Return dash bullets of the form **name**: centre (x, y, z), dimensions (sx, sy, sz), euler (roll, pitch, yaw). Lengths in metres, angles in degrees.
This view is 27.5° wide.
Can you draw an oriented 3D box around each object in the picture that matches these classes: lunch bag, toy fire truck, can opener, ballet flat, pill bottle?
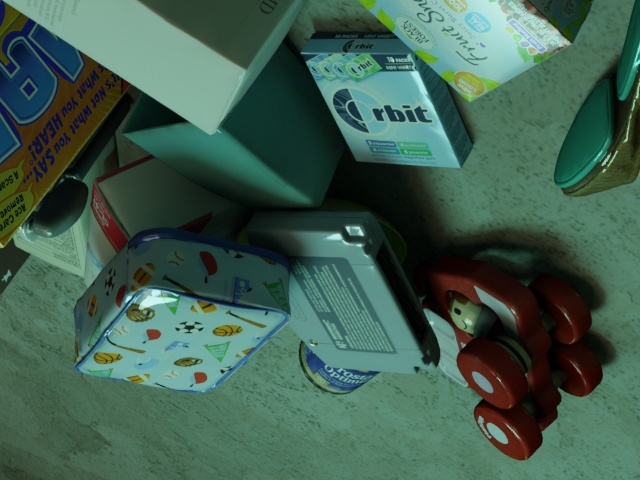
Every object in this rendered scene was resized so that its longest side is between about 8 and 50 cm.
- **lunch bag**: centre (-0.181, 0.101, 1.727), dimensions (0.243, 0.115, 0.303), euler (11, 148, -27)
- **toy fire truck**: centre (0.230, 0.137, 1.798), dimensions (0.254, 0.169, 0.302), euler (31, 154, 39)
- **can opener**: centre (-0.330, -0.106, 1.794), dimensions (0.093, 0.280, 0.074), euler (15, 146, 13)
- **ballet flat**: centre (0.344, -0.144, 1.343), dimensions (0.124, 0.116, 0.342), euler (10, 145, -3)
- **pill bottle**: centre (0.062, 0.143, 1.962), dimensions (0.123, 0.123, 0.219), euler (35, 146, -7)

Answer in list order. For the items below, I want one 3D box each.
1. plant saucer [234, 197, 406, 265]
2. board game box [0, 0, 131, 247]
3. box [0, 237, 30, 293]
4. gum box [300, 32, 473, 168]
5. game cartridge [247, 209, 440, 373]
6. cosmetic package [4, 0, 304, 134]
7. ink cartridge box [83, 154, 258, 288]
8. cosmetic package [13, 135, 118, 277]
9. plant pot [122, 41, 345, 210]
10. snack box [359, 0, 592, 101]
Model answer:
- **plant saucer**: centre (0.000, 0.000, 1.826), dimensions (0.241, 0.037, 0.241), euler (2, 153, 1)
- **board game box**: centre (-0.521, -0.235, 1.694), dimensions (0.356, 0.356, 0.356), euler (-1, 137, 42)
- **box**: centre (-0.602, -0.046, 2.228), dimensions (0.203, 0.167, 0.168), euler (20, 147, 18)
- **gum box**: centre (0.081, -0.168, 1.577), dimensions (0.157, 0.041, 0.184), euler (7, 141, 35)
- **game cartridge**: centre (0.026, 0.069, 1.753), dimensions (0.198, 0.062, 0.297), euler (5, 141, 33)
- **cosmetic package**: centre (-0.209, -0.319, 1.445), dimensions (0.385, 0.217, 0.156), euler (31, 150, -2)
- **ink cartridge box**: centre (-0.209, -0.007, 1.866), dimensions (0.131, 0.226, 0.306), euler (55, 154, 16)
- **cosmetic package**: centre (-0.402, -0.089, 2.030), dimensions (0.153, 0.129, 0.296), euler (23, 148, 10)
- **plant pot**: centre (-0.089, -0.141, 1.653), dimensions (0.165, 0.165, 0.234), euler (-4, 145, 44)
- **snack box**: centre (0.146, -0.259, 1.361), dimensions (0.207, 0.070, 0.174), euler (42, 148, -15)
